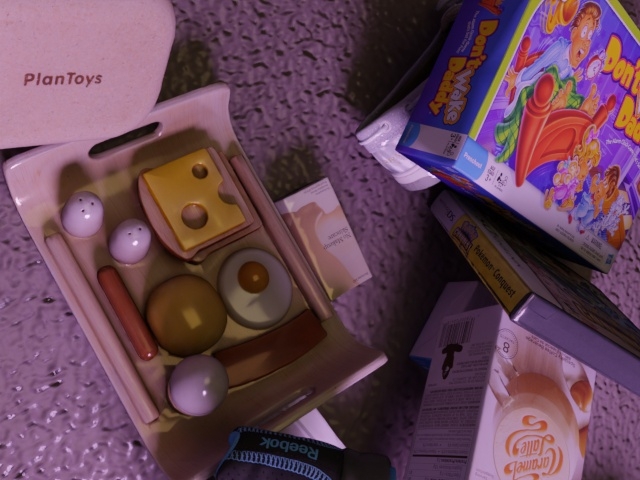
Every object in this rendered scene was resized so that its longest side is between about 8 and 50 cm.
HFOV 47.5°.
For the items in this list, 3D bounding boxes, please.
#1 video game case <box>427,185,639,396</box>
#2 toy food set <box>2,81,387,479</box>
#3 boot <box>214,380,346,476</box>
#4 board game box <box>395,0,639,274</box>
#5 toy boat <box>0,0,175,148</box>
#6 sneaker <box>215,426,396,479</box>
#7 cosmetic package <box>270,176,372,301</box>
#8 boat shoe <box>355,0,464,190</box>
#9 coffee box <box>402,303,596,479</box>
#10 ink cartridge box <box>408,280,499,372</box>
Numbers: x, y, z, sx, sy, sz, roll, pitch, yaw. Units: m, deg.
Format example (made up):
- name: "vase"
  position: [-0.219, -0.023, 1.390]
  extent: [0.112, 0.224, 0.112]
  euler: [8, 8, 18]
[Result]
- name: "video game case"
  position: [0.259, 0.064, 0.774]
  extent: [0.274, 0.248, 0.035]
  euler: [29, 107, -22]
- name: "toy food set"
  position: [-0.102, 0.025, 0.639]
  extent: [0.219, 0.092, 0.306]
  euler: [-28, 86, -27]
- name: "boot"
  position: [-0.008, 0.263, 0.702]
  extent: [0.123, 0.095, 0.258]
  euler: [-40, 95, -18]
- name: "board game box"
  position: [0.254, -0.127, 0.775]
  extent: [0.347, 0.078, 0.234]
  euler: [24, 90, -43]
- name: "toy boat"
  position: [-0.236, -0.164, 0.550]
  extent: [0.231, 0.151, 0.151]
  euler: [-13, 50, -43]
- name: "sneaker"
  position: [-0.056, 0.291, 0.606]
  extent: [0.139, 0.125, 0.341]
  euler: [20, 112, -2]
- name: "cosmetic package"
  position: [0.000, 0.000, 0.746]
  extent: [0.060, 0.041, 0.115]
  euler: [-30, 99, -26]
- name: "boat shoe"
  position: [0.152, -0.208, 0.804]
  extent: [0.103, 0.118, 0.321]
  euler: [38, 77, -24]
- name: "coffee box"
  position: [0.168, 0.205, 0.693]
  extent: [0.141, 0.098, 0.247]
  euler: [28, 64, -22]
- name: "ink cartridge box"
  position: [0.199, 0.139, 0.826]
  extent: [0.180, 0.060, 0.104]
  euler: [39, 69, -19]
